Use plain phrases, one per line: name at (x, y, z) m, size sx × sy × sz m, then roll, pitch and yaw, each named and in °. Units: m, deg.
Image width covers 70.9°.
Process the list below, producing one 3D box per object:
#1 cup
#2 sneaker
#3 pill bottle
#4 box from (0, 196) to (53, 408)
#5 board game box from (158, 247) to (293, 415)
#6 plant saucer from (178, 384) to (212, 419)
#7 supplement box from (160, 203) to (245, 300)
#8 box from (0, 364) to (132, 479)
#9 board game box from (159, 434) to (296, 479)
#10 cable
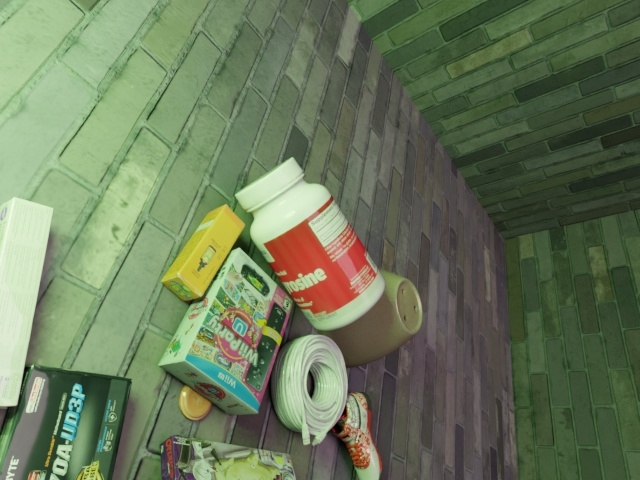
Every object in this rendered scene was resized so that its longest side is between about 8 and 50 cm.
cup at (0.177, 0.223, 1.413) m, size 0.331 × 0.237 × 0.331 m, roll 24°, pitch 59°, yaw -47°
sneaker at (0.093, 0.578, 1.289) m, size 0.145 × 0.090 × 0.270 m, roll 18°, pitch 60°, yaw -48°
pill bottle at (-0.029, 0.007, 1.141) m, size 0.407 × 0.229 × 0.229 m, roll 56°, pitch 39°, yaw -12°
box at (-0.493, 0.094, 0.709) m, size 0.067 × 0.063 × 0.324 m, roll 21°, pitch 61°, yaw -50°
board game box at (-0.196, 0.205, 1.029) m, size 0.224 × 0.097 × 0.303 m, roll 48°, pitch 40°, yaw -29°
plant saucer at (-0.265, 0.340, 0.963) m, size 0.083 × 0.013 × 0.083 m, roll 25°, pitch 57°, yaw -46°
supplement box at (-0.265, 0.025, 1.033) m, size 0.078 × 0.080 × 0.233 m, roll 51°, pitch 40°, yaw -27°
box at (-0.418, 0.326, 0.729) m, size 0.175 × 0.051 × 0.220 m, roll 30°, pitch 55°, yaw -44°
board game box at (-0.165, 0.526, 0.918) m, size 0.347 × 0.056 × 0.208 m, roll 34°, pitch 26°, yaw -42°
cable at (-0.023, 0.385, 1.208) m, size 0.257 × 0.089 × 0.257 m, roll -14°, pitch 87°, yaw -55°
